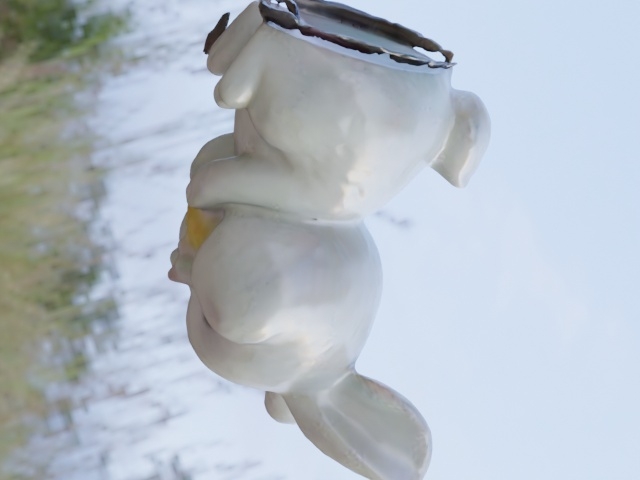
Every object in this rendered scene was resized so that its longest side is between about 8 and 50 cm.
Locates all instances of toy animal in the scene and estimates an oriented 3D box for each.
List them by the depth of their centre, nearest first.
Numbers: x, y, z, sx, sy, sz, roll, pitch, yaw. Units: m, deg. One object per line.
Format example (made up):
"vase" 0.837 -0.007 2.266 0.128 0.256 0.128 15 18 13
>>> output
"toy animal" -0.006 -0.001 0.511 0.071 0.085 0.124 37 -68 61
